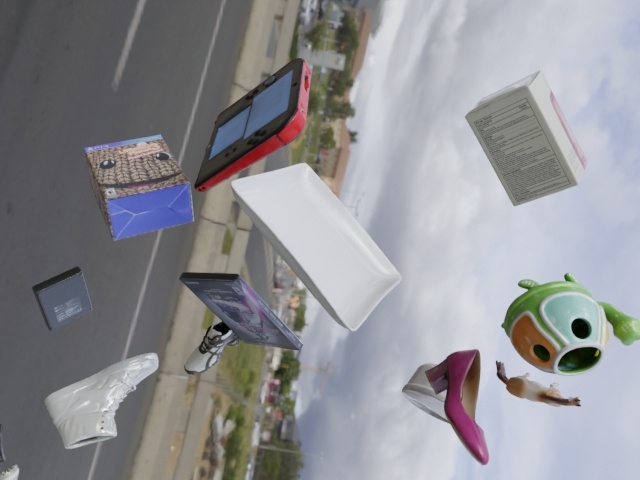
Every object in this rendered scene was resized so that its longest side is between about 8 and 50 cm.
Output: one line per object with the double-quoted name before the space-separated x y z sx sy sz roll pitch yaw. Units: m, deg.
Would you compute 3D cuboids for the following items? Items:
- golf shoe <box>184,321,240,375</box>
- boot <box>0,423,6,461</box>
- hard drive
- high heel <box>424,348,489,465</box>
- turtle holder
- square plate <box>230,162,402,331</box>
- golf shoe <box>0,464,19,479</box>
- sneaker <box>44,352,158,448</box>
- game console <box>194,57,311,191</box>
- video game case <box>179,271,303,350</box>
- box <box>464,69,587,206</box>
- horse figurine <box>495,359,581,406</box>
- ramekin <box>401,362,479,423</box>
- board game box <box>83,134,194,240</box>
"golf shoe" -0.283 0.263 1.541 0.077 0.198 0.094 38 -17 42
"boot" -0.728 0.376 1.141 0.338 0.223 0.118 126 -40 -49
"hard drive" -0.519 0.119 1.200 0.022 0.094 0.135 46 -33 26
"high heel" 0.437 0.454 1.690 0.127 0.181 0.377 58 6 -35
"turtle holder" 0.669 0.250 1.602 0.243 0.320 0.227 -60 -156 26
"square plate" 0.000 0.000 1.191 0.049 0.344 0.347 -41 175 25
"golf shoe" -0.746 0.603 1.421 0.176 0.086 0.069 -52 169 34
"sneaker" -0.531 0.418 1.524 0.169 0.293 0.108 56 -22 23
"game console" -0.178 -0.318 1.582 0.060 0.342 0.386 50 27 -32
"video game case" -0.186 0.169 1.405 0.274 0.196 0.026 53 51 -34
"box" 0.438 -0.214 1.257 0.149 0.232 0.127 -21 -164 41
"horse figurine" 0.620 0.427 1.715 0.174 0.263 0.066 3 102 -61
"ramekin" 0.437 0.546 2.118 0.127 0.273 0.273 -59 175 -23
"board game box" -0.525 -0.160 1.711 0.291 0.232 0.141 50 -33 42
